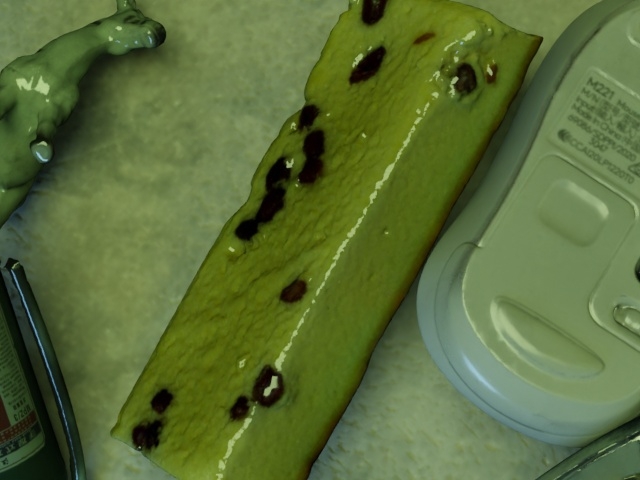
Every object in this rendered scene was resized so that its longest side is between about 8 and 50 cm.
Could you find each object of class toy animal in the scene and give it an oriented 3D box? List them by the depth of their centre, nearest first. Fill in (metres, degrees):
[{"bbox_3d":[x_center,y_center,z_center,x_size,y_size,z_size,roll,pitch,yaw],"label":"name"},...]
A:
[{"bbox_3d":[-0.202,-0.076,1.214,0.073,0.176,0.217,38,118,-6],"label":"toy animal"}]

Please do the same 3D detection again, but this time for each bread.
[{"bbox_3d":[0.000,0.001,1.142,0.138,0.077,0.361,25,85,51],"label":"bread"}]

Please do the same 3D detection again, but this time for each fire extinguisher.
[{"bbox_3d":[-0.224,0.116,1.159,0.118,0.093,0.294,-18,111,-10],"label":"fire extinguisher"}]

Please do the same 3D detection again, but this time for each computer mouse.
[{"bbox_3d":[0.183,-0.009,1.110,0.184,0.121,0.297,28,76,3],"label":"computer mouse"}]

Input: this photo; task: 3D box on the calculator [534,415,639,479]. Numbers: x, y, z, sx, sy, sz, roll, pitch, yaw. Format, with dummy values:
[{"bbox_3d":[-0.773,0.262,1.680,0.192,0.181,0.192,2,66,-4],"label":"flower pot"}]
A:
[{"bbox_3d":[0.197,0.192,1.064,0.268,0.040,0.177,-33,113,5],"label":"calculator"}]
